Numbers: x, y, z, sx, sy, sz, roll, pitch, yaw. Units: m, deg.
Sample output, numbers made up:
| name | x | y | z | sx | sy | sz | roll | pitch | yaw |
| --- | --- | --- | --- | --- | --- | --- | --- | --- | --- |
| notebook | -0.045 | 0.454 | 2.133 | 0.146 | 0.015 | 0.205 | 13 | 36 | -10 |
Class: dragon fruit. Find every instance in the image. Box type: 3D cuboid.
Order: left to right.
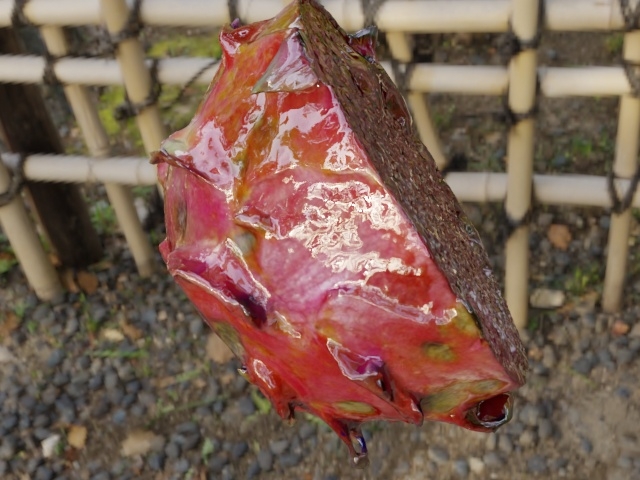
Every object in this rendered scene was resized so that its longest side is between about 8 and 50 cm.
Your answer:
| name | x | y | z | sx | sy | sz | roll | pitch | yaw |
| --- | --- | --- | --- | --- | --- | --- | --- | --- | --- |
| dragon fruit | 0.000 | 0.000 | 0.903 | 0.249 | 0.386 | 0.371 | -32 | 49 | 12 |
